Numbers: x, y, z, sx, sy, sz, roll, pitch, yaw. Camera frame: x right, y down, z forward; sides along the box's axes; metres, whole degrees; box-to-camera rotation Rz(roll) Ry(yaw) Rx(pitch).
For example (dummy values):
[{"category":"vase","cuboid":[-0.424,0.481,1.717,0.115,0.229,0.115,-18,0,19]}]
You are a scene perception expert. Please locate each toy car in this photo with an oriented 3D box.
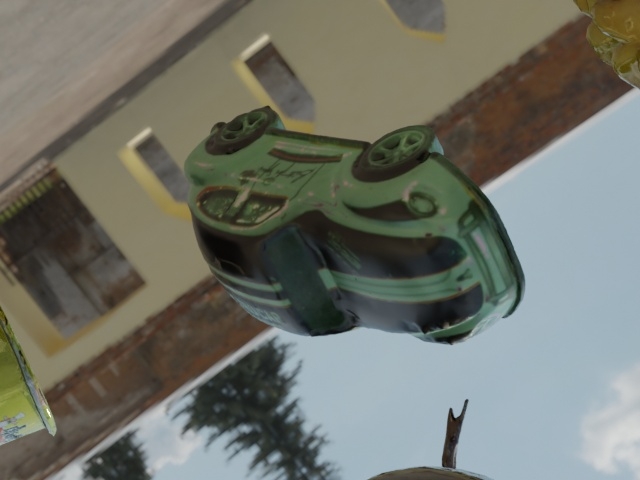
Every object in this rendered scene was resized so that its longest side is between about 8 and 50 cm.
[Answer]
[{"category":"toy car","cuboid":[0.000,0.000,0.783,0.125,0.136,0.306,-41,-148,-22]}]

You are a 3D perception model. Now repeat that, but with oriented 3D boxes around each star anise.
[{"category":"star anise","cuboid":[0.138,0.251,1.209,0.158,0.144,0.140,9,165,-28]}]

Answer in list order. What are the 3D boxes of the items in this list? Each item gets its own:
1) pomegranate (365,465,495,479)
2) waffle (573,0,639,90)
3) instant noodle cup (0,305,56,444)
[{"category":"pomegranate","cuboid":[0.118,0.293,0.774,0.242,0.306,0.242,-47,154,-32]},{"category":"waffle","cuboid":[0.204,-0.094,0.356,0.232,0.051,0.228,-19,-160,-5]},{"category":"instant noodle cup","cuboid":[-0.368,0.096,0.941,0.200,0.264,0.264,-28,-176,-18]}]
